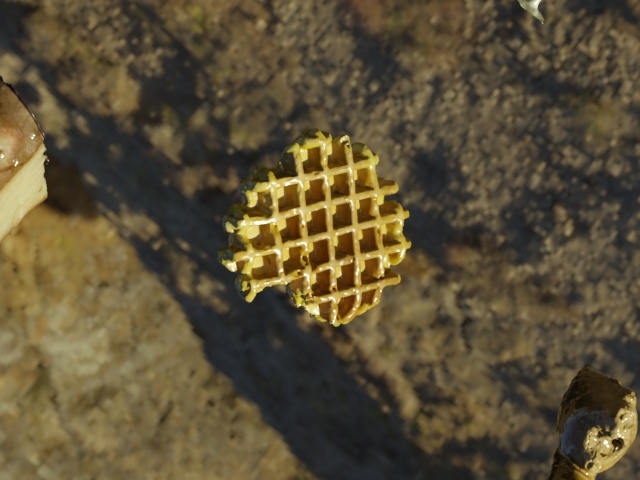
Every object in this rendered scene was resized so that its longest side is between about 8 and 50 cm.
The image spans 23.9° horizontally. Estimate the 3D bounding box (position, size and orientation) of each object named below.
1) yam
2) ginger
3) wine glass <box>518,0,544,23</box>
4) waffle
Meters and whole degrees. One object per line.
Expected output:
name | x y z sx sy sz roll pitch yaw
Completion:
yam | -0.310 -0.013 1.130 0.128 0.238 0.129 9 138 42
ginger | 0.247 0.188 1.376 0.067 0.165 0.096 35 142 -21
wine glass | 0.348 -0.378 2.010 0.066 0.066 0.198 43 113 -10
waffle | 0.001 0.000 1.765 0.056 0.249 0.253 12 143 50
